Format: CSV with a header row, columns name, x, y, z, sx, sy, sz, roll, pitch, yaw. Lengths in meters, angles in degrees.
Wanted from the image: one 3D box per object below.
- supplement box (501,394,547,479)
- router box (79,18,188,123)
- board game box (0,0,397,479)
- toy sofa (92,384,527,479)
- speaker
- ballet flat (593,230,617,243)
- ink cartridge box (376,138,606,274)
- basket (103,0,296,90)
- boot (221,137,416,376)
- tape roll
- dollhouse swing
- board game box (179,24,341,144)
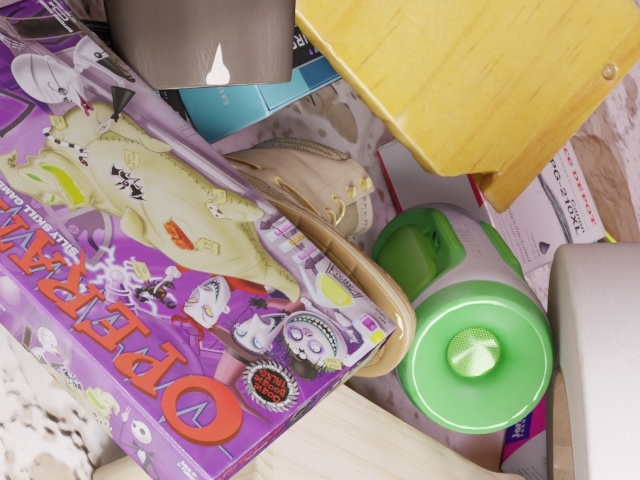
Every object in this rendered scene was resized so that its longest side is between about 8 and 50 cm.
name,x,y,z,sx,sy,sz,roll,pitch,yaw
supplement box,0.302,0.188,1.330,0.114,0.220,0.111,45,40,-27
router box,-0.162,-0.118,1.035,0.122,0.038,0.092,-4,75,-54
board game box,-0.134,-0.010,0.864,0.347,0.056,0.208,44,45,10
toy sofa,0.015,0.227,0.987,0.362,0.150,0.177,33,42,-39
speaker,0.110,0.054,1.127,0.131,0.131,0.296,58,6,-14
ballet flat,0.314,0.014,1.574,0.231,0.077,0.077,60,19,-8
ink cartridge box,0.183,-0.048,1.401,0.237,0.100,0.172,-18,87,-55
basket,-0.092,-0.224,0.983,0.154,0.204,0.227,-11,101,-49
boot,0.000,0.000,1.057,0.262,0.095,0.203,32,22,24
tape roll,0.214,0.194,0.996,0.392,0.072,0.392,-2,90,-85
dollhouse swing,0.080,-0.259,1.265,0.315,0.305,0.347,-48,113,-10
board game box,-0.085,-0.277,1.188,0.254,0.079,0.336,-34,100,-55
